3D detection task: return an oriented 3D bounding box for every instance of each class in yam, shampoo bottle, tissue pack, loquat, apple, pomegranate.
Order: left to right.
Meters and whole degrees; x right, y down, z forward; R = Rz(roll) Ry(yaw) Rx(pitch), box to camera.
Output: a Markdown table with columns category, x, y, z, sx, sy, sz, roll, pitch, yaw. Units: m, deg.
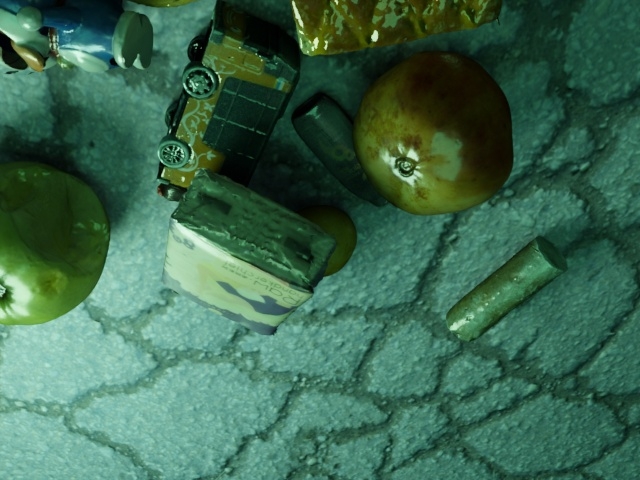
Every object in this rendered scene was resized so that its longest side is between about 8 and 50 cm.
| category | x | y | z | sx | sy | sz | roll | pitch | yaw |
| --- | --- | --- | --- | --- | --- | --- | --- | --- | --- |
| apple | -0.496 | 0.004 | 1.079 | 0.279 | 0.279 | 0.279 | -2 | 126 | -3 |
| tissue pack | -0.134 | 0.037 | 1.077 | 0.242 | 0.125 | 0.344 | 28 | 156 | -5 |
| loquat | 0.000 | 0.000 | 1.178 | 0.141 | 0.141 | 0.141 | -2 | 126 | -3 |
| shampoo bottle | 0.047 | -0.149 | 1.123 | 0.087 | 0.049 | 0.234 | -32 | 122 | 20 |
| pomegranate | 0.190 | -0.168 | 1.020 | 0.229 | 0.270 | 0.252 | -32 | 92 | 47 |
| yam | 0.370 | 0.103 | 1.305 | 0.093 | 0.093 | 0.259 | 33 | 117 | -24 |

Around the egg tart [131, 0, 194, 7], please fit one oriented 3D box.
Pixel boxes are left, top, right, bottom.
| category | x | y | z | sx | sy | sz | roll | pitch | yaw |
| --- | --- | --- | --- | --- | --- | --- | --- | --- | --- |
| egg tart | -0.214 | -0.455 | 0.837 | 0.290 | 0.115 | 0.290 | -6 | 124 | -8 |

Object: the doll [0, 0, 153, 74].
| category | x | y | z | sx | sy | sz | roll | pitch | yaw |
| --- | --- | --- | --- | --- | --- | --- | --- | --- | --- |
| doll | -0.369 | -0.297 | 0.907 | 0.257 | 0.215 | 0.161 | 16 | 92 | 1 |

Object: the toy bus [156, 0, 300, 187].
| category | x | y | z | sx | sy | sz | roll | pitch | yaw |
| --- | --- | --- | --- | --- | --- | --- | --- | --- | --- |
| toy bus | -0.146 | -0.212 | 1.012 | 0.167 | 0.138 | 0.275 | 17 | 124 | -17 |

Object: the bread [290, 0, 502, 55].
| category | x | y | z | sx | sy | sz | roll | pitch | yaw |
| --- | --- | --- | --- | --- | --- | --- | --- | --- | --- |
| bread | 0.082 | -0.413 | 0.842 | 0.279 | 0.207 | 0.279 | -7 | 127 | 1 |

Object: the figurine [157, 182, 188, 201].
| category | x | y | z | sx | sy | sz | roll | pitch | yaw |
| --- | --- | --- | --- | --- | --- | --- | --- | --- | --- |
| figurine | -0.235 | -0.085 | 1.154 | 0.106 | 0.047 | 0.060 | 17 | 159 | -24 |
